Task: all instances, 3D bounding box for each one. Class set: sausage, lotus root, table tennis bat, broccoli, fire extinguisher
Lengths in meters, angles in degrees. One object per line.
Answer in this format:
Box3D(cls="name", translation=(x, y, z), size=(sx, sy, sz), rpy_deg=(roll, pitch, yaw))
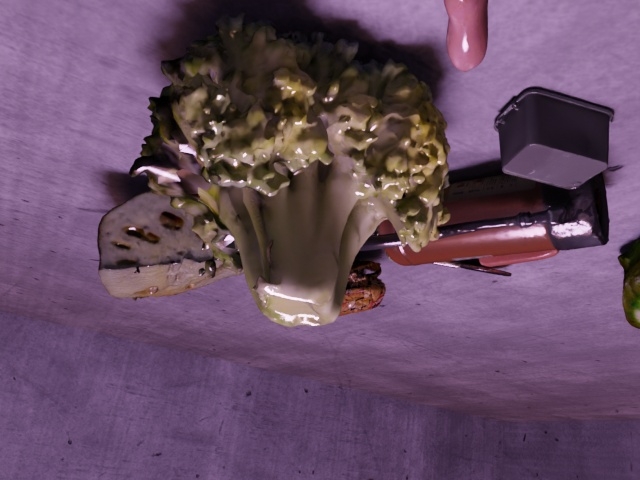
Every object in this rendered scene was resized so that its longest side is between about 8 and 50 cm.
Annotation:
Box3D(cls="sausage", translation=(0.341, 0.023, 0.999), size=(0.147, 0.035, 0.030), rpy_deg=(-15, 171, 43))
Box3D(cls="lotus root", translation=(-0.256, 0.011, 1.046), size=(0.267, 0.149, 0.260), rpy_deg=(-5, 166, -17))
Box3D(cls="table tennis bat", translation=(0.278, 0.050, 1.082), size=(0.158, 0.014, 0.095), rpy_deg=(11, 179, 11))
Box3D(cls="broccoli", translation=(-0.026, -0.046, 0.620), size=(0.348, 0.281, 0.293), rpy_deg=(17, 144, -18))
Box3D(cls="fire extinguisher", translation=(0.179, -0.033, 0.794), size=(0.376, 0.113, 0.200), rpy_deg=(-8, 164, 36))

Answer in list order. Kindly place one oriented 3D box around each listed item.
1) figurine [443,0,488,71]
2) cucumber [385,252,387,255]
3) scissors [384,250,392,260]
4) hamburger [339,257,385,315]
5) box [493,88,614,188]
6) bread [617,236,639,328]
Box3D(cls="figurine", translation=(0.118, -0.257, 0.239), size=(0.193, 0.154, 0.421), rpy_deg=(7, 157, 16))
Box3D(cls="cucumber", translation=(0.198, 0.013, 0.990), size=(0.184, 0.033, 0.036), rpy_deg=(2, 134, -15))
Box3D(cls="scissors", translation=(0.143, 0.000, 1.028), size=(0.134, 0.020, 0.187), rpy_deg=(13, 158, -28))
Box3D(cls="hamburger", translation=(0.018, 0.093, 1.093), size=(0.231, 0.106, 0.231), rpy_deg=(-6, 179, 0))
Box3D(cls="box", translation=(0.263, -0.110, 0.651), size=(0.122, 0.069, 0.084), rpy_deg=(12, 158, -10))
Box3D(cls="bread", translation=(0.667, 0.068, 0.862), size=(0.382, 0.129, 0.366), rpy_deg=(-12, 150, 39))
